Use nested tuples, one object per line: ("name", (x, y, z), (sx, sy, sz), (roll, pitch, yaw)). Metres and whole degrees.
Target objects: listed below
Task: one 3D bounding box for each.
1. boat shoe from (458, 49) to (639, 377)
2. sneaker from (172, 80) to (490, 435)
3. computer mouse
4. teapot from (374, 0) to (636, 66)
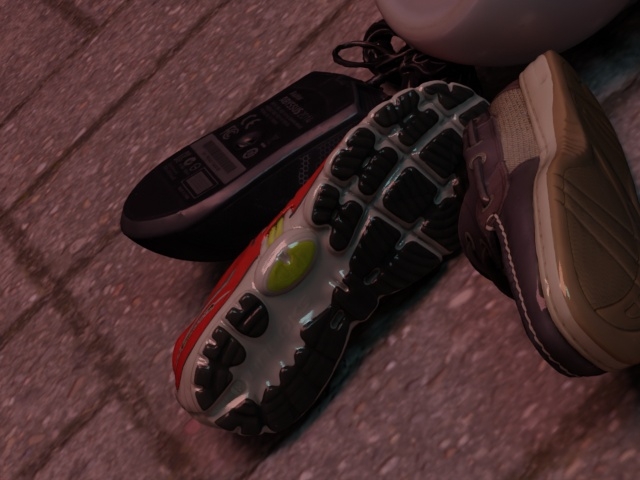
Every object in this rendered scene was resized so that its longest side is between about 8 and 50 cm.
("boat shoe", (0.126, -0.008, 0.961), (0.092, 0.103, 0.285), (-36, 26, 23))
("sneaker", (0.000, 0.000, 1.101), (0.279, 0.107, 0.118), (-46, 20, -10))
("computer mouse", (-0.014, -0.056, 1.230), (0.272, 0.072, 0.188), (-30, 27, -2))
("teapot", (0.150, -0.231, 1.138), (0.252, 0.187, 0.256), (-52, 44, 51))
